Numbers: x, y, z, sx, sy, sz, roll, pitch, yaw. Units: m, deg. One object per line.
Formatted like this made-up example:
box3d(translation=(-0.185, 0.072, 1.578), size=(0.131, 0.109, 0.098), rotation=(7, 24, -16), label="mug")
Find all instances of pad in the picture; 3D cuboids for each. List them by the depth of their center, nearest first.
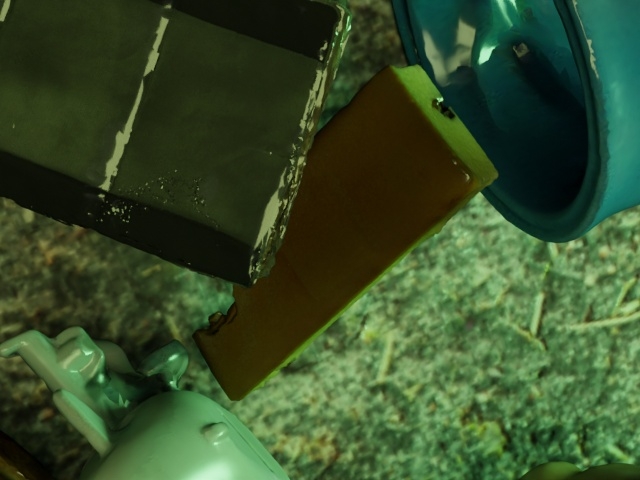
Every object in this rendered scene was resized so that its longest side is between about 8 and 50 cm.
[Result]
box3d(translation=(-0.113, -0.089, 0.701), size=(0.233, 0.022, 0.174), rotation=(20, 98, 4), label="pad")

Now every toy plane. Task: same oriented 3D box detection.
box3d(translation=(-0.081, 0.146, 0.699), size=(0.122, 0.267, 0.267), rotation=(-42, 112, 0), label="toy plane")

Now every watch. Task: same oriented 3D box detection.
box3d(translation=(0.151, -0.146, 0.668), size=(0.241, 0.305, 0.275), rotation=(-22, 101, -11), label="watch")

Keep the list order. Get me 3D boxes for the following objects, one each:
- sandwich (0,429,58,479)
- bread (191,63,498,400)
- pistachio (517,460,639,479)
box3d(translation=(-0.295, 0.197, 0.706), size=(0.288, 0.099, 0.254), rotation=(-41, 114, 1), label="sandwich")
box3d(translation=(0.000, 0.000, 0.739), size=(0.226, 0.049, 0.088), rotation=(-43, 78, 32), label="bread")
box3d(translation=(0.238, 0.328, 0.824), size=(0.445, 0.281, 0.365), rotation=(50, 58, -29), label="pistachio")
